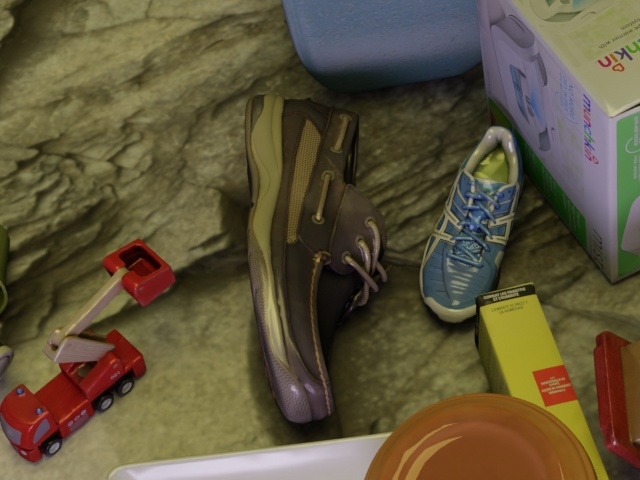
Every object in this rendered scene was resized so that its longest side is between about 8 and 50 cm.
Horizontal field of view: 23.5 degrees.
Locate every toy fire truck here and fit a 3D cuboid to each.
[{"bbox_3d":[-0.210,0.100,1.369,0.192,0.135,0.047,-40,61,-21],"label":"toy fire truck"}]

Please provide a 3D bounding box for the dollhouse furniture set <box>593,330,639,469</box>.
[{"bbox_3d":[0.342,0.223,1.182,0.201,0.152,0.374,-25,50,38],"label":"dollhouse furniture set"}]

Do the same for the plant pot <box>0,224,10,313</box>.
[{"bbox_3d":[-0.333,0.022,1.476,0.083,0.083,0.079,1,43,5],"label":"plant pot"}]

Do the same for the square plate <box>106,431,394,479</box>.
[{"bbox_3d":[0.004,0.324,1.250,0.347,0.049,0.344,-7,56,0],"label":"square plate"}]

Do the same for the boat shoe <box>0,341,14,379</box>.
[{"bbox_3d":[-0.387,0.165,1.367,0.254,0.095,0.079,-43,73,-13],"label":"boat shoe"}]

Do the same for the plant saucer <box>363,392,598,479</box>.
[{"bbox_3d":[0.124,0.211,1.240,0.200,0.037,0.200,-8,58,13],"label":"plant saucer"}]

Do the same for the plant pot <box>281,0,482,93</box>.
[{"bbox_3d":[0.068,-0.289,1.546,0.247,0.252,0.248,-10,55,-2],"label":"plant pot"}]

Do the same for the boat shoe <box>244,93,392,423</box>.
[{"bbox_3d":[0.000,0.000,1.426,0.130,0.132,0.355,-5,56,1],"label":"boat shoe"}]

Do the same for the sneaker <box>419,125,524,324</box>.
[{"bbox_3d":[0.142,-0.018,1.456,0.080,0.081,0.211,11,58,10],"label":"sneaker"}]

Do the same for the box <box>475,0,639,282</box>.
[{"bbox_3d":[0.257,-0.133,1.411,0.127,0.262,0.231,-27,57,-7],"label":"box"}]

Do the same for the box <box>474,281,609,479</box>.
[{"bbox_3d":[0.193,0.156,1.329,0.058,0.087,0.232,-13,54,-4],"label":"box"}]
